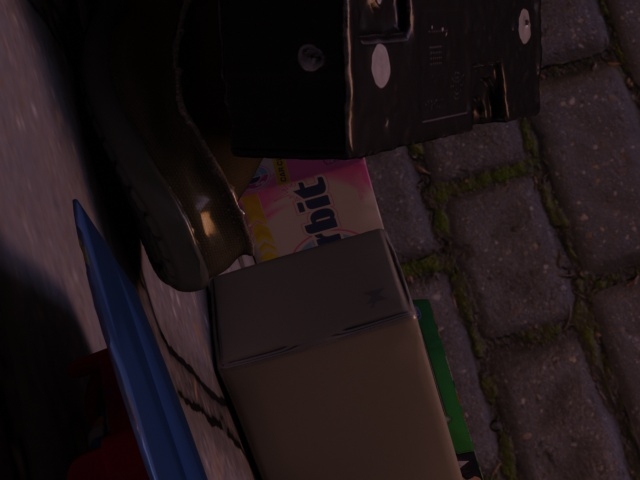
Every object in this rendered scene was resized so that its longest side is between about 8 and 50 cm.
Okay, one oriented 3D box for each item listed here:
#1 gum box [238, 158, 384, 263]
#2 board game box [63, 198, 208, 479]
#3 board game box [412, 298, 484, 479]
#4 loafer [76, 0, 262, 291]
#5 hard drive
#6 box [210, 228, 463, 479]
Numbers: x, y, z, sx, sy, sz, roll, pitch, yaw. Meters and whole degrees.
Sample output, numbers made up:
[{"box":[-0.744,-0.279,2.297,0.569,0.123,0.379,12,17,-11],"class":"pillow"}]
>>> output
[{"box":[0.000,0.000,1.209,0.062,0.107,0.188,-103,177,-48],"class":"gum box"},{"box":[-0.053,0.067,0.404,0.169,0.033,0.133,86,-16,-75],"class":"board game box"},{"box":[0.073,0.234,1.119,0.213,0.046,0.317,-101,-170,-55],"class":"board game box"},{"box":[-0.054,-0.077,0.654,0.251,0.087,0.094,-104,177,-51],"class":"loafer"},{"box":[0.031,-0.213,0.630,0.237,0.064,0.339,-21,112,-62],"class":"hard drive"},{"box":[0.026,0.138,0.861,0.094,0.113,0.275,-103,178,-58],"class":"box"}]
